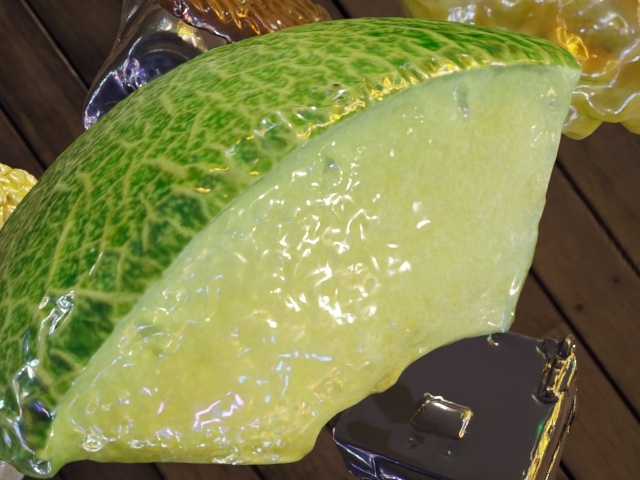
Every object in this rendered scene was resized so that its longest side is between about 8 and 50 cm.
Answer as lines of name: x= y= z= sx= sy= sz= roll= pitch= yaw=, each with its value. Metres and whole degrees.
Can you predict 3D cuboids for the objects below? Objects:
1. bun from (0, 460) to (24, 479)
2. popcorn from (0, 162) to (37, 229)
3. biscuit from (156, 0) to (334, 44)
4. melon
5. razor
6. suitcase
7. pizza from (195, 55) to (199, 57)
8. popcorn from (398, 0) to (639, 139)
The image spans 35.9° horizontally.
bun: x=-0.644 y=0.311 z=1.754 sx=0.362 sy=0.211 sz=0.361 roll=-2 pitch=85 yaw=23
popcorn: x=-0.577 y=-0.031 z=1.787 sx=0.169 sy=0.218 sz=0.189 roll=32 pitch=110 yaw=-12
biscuit: x=-0.047 y=-0.184 z=0.780 sx=0.229 sy=0.176 sz=0.031 roll=31 pitch=117 yaw=29
melon: x=-0.054 y=-0.006 z=0.584 sx=0.331 sy=0.343 sz=0.226 roll=-45 pitch=122 yaw=-15
razor: x=-0.180 y=-0.252 z=1.168 sx=0.113 sy=0.349 sz=0.204 roll=28 pitch=130 yaw=-24
suitcase: x=0.220 y=0.282 z=1.594 sx=0.345 sy=0.188 sz=0.339 roll=16 pitch=56 yaw=23
pizza: x=-0.039 y=-0.081 z=0.918 sx=0.366 sy=0.074 sz=0.182 roll=2 pitch=75 yaw=-24
popcorn: x=0.213 y=-0.253 z=0.708 sx=0.349 sy=0.382 sz=0.348 roll=11 pitch=70 yaw=-33
